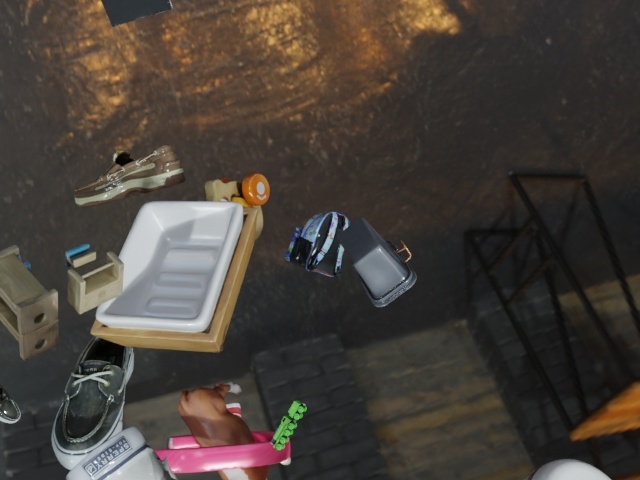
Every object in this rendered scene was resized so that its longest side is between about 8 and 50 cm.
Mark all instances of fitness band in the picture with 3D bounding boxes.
[{"bbox_3d":[-0.202,0.409,1.637,0.290,0.054,0.209,-1,172,-22],"label":"fitness band"}]

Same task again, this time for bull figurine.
[{"bbox_3d":[-0.165,0.416,1.661,0.101,0.310,0.188,-37,167,16],"label":"bull figurine"}]

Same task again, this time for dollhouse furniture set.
[{"bbox_3d":[-0.439,0.080,1.378,0.183,0.129,0.129,-27,146,-38],"label":"dollhouse furniture set"}]

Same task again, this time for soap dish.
[{"bbox_3d":[-0.244,0.064,1.482,0.228,0.291,0.118,1,140,16],"label":"soap dish"}]

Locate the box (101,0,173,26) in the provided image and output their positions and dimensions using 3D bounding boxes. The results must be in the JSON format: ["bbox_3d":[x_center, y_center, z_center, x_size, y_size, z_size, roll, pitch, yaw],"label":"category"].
[{"bbox_3d":[-0.318,-0.470,1.254,0.103,0.261,0.184,-22,137,-8],"label":"box"}]

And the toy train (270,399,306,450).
[{"bbox_3d":[-0.049,0.274,1.246,0.083,0.023,0.017,-60,160,7],"label":"toy train"}]

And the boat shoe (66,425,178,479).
[{"bbox_3d":[-0.222,0.343,1.065,0.136,0.156,0.367,-35,169,-24],"label":"boat shoe"}]

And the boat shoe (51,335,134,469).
[{"bbox_3d":[-0.414,0.265,1.525,0.121,0.335,0.119,0,120,-3],"label":"boat shoe"}]

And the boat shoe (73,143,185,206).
[{"bbox_3d":[-0.391,-0.136,1.691,0.257,0.095,0.095,-12,-171,21],"label":"boat shoe"}]

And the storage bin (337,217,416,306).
[{"bbox_3d":[0.089,0.025,1.372,0.098,0.135,0.091,-37,122,6],"label":"storage bin"}]

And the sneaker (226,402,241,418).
[{"bbox_3d":[-0.255,0.451,2.105,0.118,0.067,0.042,-14,144,-1],"label":"sneaker"}]

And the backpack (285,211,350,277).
[{"bbox_3d":[0.000,0.000,2.310,0.158,0.117,0.173,16,93,-52],"label":"backpack"}]

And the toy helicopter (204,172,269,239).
[{"bbox_3d":[-0.262,-0.032,2.074,0.140,0.235,0.355,-4,-173,35],"label":"toy helicopter"}]

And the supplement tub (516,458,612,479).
[{"bbox_3d":[0.372,0.552,1.479,0.241,0.241,0.331,3,144,-34],"label":"supplement tub"}]

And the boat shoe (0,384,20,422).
[{"bbox_3d":[-0.659,0.316,1.704,0.040,0.049,0.142,-18,115,47],"label":"boat shoe"}]
